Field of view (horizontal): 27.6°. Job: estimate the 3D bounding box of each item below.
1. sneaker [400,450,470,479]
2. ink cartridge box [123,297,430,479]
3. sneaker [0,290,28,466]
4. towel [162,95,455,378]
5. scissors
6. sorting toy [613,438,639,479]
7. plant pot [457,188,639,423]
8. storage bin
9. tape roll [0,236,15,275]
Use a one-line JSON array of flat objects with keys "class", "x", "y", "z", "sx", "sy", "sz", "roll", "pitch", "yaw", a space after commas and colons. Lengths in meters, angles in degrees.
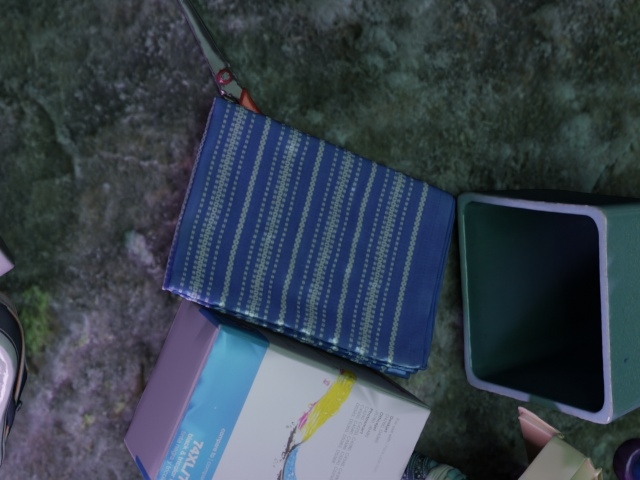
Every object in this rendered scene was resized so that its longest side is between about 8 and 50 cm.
[{"class": "sneaker", "x": 0.087, "y": 0.381, "z": 1.637, "sx": 0.110, "sy": 0.122, "sz": 0.283, "roll": -9, "pitch": 126, "yaw": -57}, {"class": "ink cartridge box", "x": -0.054, "y": 0.212, "z": 1.506, "sx": 0.270, "sy": 0.198, "sz": 0.197, "roll": 23, "pitch": 90, "yaw": -18}, {"class": "sneaker", "x": -0.399, "y": 0.198, "z": 1.448, "sx": 0.126, "sy": 0.127, "sz": 0.321, "roll": 22, "pitch": 116, "yaw": -13}, {"class": "towel", "x": 0.000, "y": 0.000, "z": 1.510, "sx": 0.336, "sy": 0.040, "sz": 0.243, "roll": 21, "pitch": 71, "yaw": -22}, {"class": "scissors", "x": -0.096, "y": -0.179, "z": 1.529, "sx": 0.109, "sy": 0.021, "sz": 0.297, "roll": -14, "pitch": 100, "yaw": -7}, {"class": "sorting toy", "x": 0.332, "y": 0.409, "z": 1.691, "sx": 0.365, "sy": 0.126, "sz": 0.127, "roll": -42, "pitch": 107, "yaw": -6}, {"class": "plant pot", "x": 0.344, "y": 0.055, "z": 1.590, "sx": 0.252, "sy": 0.247, "sz": 0.247, "roll": -10, "pitch": 101, "yaw": -34}, {"class": "storage bin", "x": 0.212, "y": 0.368, "z": 1.555, "sx": 0.262, "sy": 0.123, "sz": 0.260, "roll": -47, "pitch": 150, "yaw": -15}, {"class": "tape roll", "x": -0.428, "y": -0.117, "z": 1.244, "sx": 0.072, "sy": 0.392, "sz": 0.392, "roll": -34, "pitch": 106, "yaw": -9}]
